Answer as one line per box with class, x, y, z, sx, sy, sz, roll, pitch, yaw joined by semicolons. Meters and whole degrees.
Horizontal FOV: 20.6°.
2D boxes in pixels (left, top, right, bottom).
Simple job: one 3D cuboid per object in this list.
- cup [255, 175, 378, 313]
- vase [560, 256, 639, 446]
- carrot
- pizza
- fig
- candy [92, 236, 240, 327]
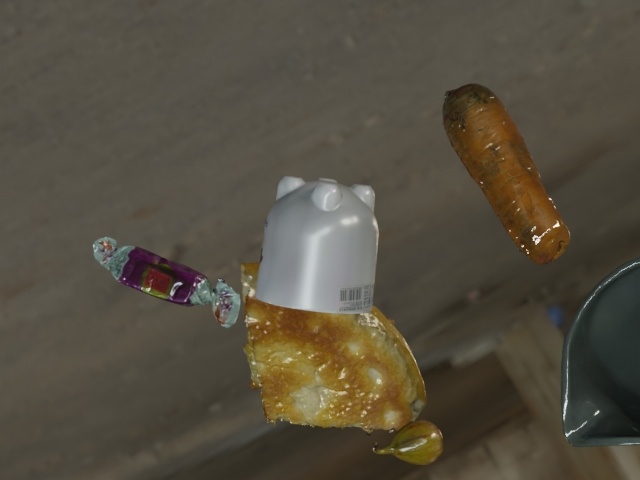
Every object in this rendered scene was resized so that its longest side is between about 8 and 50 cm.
cup;0.009;0.002;2.013;0.134;0.142;0.173;9;-175;28
vase;0.351;0.092;1.549;0.251;0.156;0.301;-49;154;14
carrot;0.163;-0.058;1.554;0.060;0.186;0.060;-22;157;-10
pizza;-0.007;0.157;2.371;0.226;0.335;0.086;-43;-159;24
fig;0.094;0.223;1.934;0.083;0.050;0.050;-6;161;-21
candy;-0.163;0.040;1.824;0.045;0.175;0.043;-70;164;5
